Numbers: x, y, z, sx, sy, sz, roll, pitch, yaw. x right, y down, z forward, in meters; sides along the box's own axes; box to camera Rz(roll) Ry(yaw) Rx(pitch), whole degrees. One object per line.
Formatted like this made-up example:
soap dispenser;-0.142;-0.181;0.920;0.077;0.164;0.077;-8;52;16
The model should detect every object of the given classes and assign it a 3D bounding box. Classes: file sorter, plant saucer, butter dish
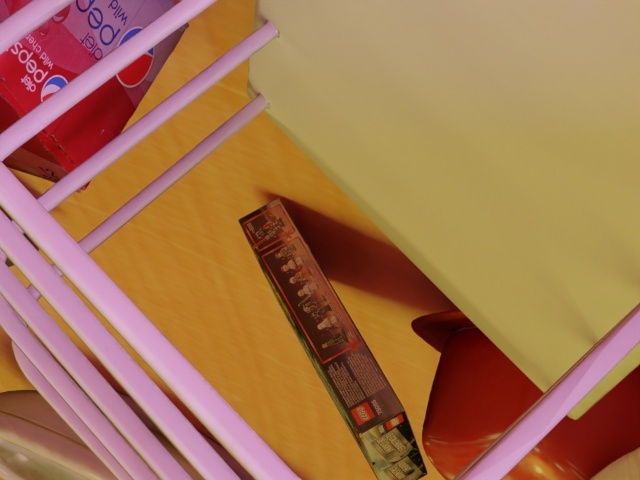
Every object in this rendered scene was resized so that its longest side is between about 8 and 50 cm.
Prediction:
file sorter;0.000;0.000;0.461;0.193;0.173;0.278;46;163;11
plant saucer;-0.166;0.234;1.425;0.400;0.100;0.400;26;160;10
butter dish;0.116;0.110;0.720;0.160;0.118;0.160;36;159;-18

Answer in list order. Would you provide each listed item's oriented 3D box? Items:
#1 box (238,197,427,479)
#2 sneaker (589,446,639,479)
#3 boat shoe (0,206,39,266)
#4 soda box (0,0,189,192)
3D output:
box;0.007;0.055;0.761;0.137;0.027;0.094;59;176;29
sneaker;0.209;0.117;0.610;0.212;0.080;0.094;-18;150;33
boat shoe;-0.263;-0.001;1.018;0.073;0.080;0.223;45;151;-25
soda box;-0.194;-0.106;0.650;0.263;0.092;0.083;16;156;32
